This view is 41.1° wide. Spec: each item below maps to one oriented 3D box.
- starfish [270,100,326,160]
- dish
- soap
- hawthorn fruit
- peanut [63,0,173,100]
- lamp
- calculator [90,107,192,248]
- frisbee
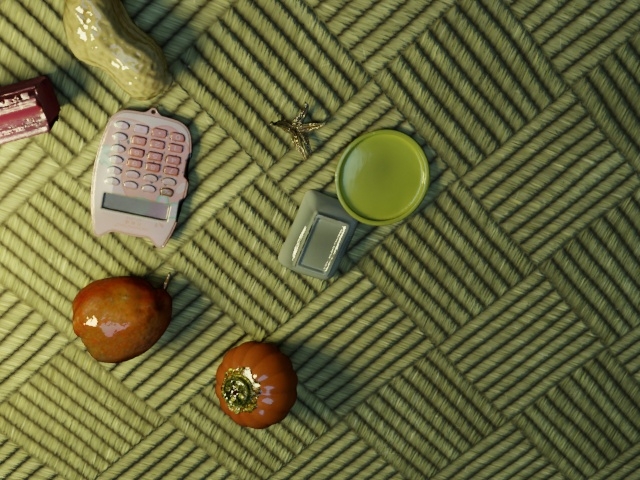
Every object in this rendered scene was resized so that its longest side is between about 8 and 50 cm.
[{"bbox_3d":[-0.059,-0.261,1.969,0.130,0.041,0.133,13,105,-20],"label":"starfish"},{"bbox_3d":[0.000,0.000,2.071,0.151,0.077,0.212,19,110,-13],"label":"dish"},{"bbox_3d":[-0.700,-0.274,1.840,0.250,0.162,0.099,-13,120,2],"label":"soap"},{"bbox_3d":[-0.456,0.171,2.041,0.262,0.210,0.210,-30,114,-5],"label":"hawthorn fruit"},{"bbox_3d":[-0.444,-0.422,1.813,0.159,0.143,0.291,-15,126,38],"label":"peanut"},{"bbox_3d":[-0.161,0.363,2.150,0.223,0.196,0.223,2,94,28],"label":"lamp"},{"bbox_3d":[-0.414,-0.151,1.983,0.220,0.048,0.329,12,109,-10],"label":"calculator"},{"bbox_3d":[0.147,-0.149,2.032,0.236,0.017,0.235,-3,106,-11],"label":"frisbee"}]
